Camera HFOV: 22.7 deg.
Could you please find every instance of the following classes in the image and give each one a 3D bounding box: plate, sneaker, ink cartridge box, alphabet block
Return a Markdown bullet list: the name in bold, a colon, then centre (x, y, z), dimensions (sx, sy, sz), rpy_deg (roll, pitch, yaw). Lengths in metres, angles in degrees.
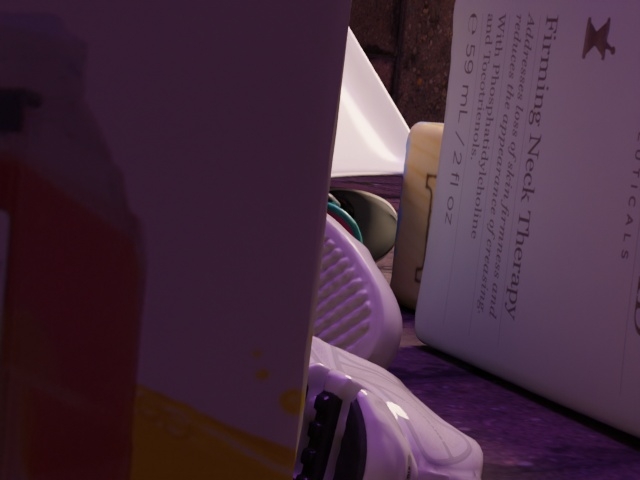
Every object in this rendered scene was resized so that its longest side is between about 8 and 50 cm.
- **plate**: centre (-0.050, -0.162, 1.629), dimensions (0.278, 0.277, 0.045), rpy_deg (-6, -31, -44)
- **sneaker**: centre (-0.024, 0.096, 0.931), dimensions (0.118, 0.110, 0.292), rpy_deg (10, 11, -38)
- **sneaker**: centre (0.000, 0.000, 1.588), dimensions (0.296, 0.123, 0.178), rpy_deg (-8, 9, -37)
- **ink cartridge box**: centre (-0.148, 0.004, 0.368), dimensions (0.279, 0.384, 0.160), rpy_deg (4, 10, -16)
- **sneaker**: centre (-0.028, 0.032, 1.310), dimensions (0.150, 0.135, 0.366), rpy_deg (24, 4, -40)
- **alphabet block**: centre (0.201, -0.010, 1.579), dimensions (0.192, 0.193, 0.197), rpy_deg (1, 8, -24)

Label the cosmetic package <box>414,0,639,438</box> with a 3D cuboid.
- **cosmetic package**: centre (0.320, -0.032, 1.291), dimensions (0.327, 0.329, 0.394), rpy_deg (4, 6, -24)
